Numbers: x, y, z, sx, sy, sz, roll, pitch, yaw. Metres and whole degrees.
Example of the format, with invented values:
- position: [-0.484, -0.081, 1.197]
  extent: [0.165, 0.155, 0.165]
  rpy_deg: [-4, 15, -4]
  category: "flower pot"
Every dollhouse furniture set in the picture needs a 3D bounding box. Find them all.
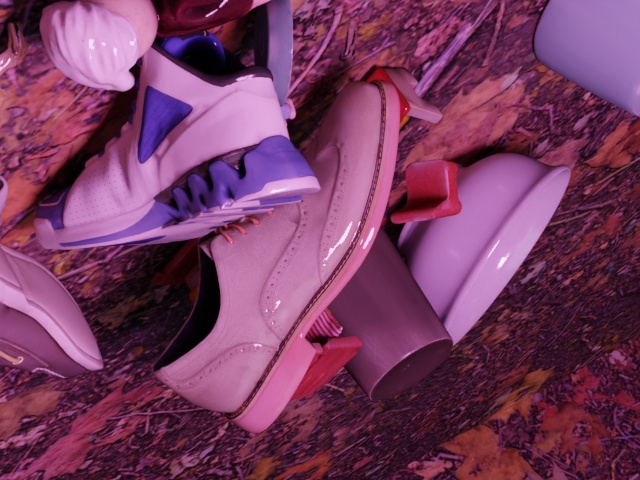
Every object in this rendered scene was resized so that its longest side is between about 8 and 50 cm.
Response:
- position: [0.000, 0.000, 1.722]
  extent: [0.152, 0.201, 0.374]
  rpy_deg: [-3, 142, -52]
  category: "dollhouse furniture set"

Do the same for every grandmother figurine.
- position: [-0.081, -0.223, 1.282]
  extent: [0.342, 0.104, 0.208]
  rpy_deg: [-28, 178, -24]
  category: "grandmother figurine"

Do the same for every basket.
- position: [0.052, 0.075, 1.910]
  extent: [0.154, 0.227, 0.204]
  rpy_deg: [-44, 156, 19]
  category: "basket"

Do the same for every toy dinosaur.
- position: [-0.308, -0.106, 1.271]
  extent: [0.183, 0.053, 0.092]
  rpy_deg: [-46, 157, 24]
  category: "toy dinosaur"

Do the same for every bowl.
- position: [0.433, -0.268, 1.861]
  extent: [0.311, 0.163, 0.311]
  rpy_deg: [-30, 158, -13]
  category: "bowl"
- position: [0.196, -0.010, 2.020]
  extent: [0.298, 0.134, 0.298]
  rpy_deg: [-49, 165, -18]
  category: "bowl"

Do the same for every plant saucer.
- position: [-0.046, -0.185, 1.424]
  extent: [0.021, 0.119, 0.119]
  rpy_deg: [0, 148, -11]
  category: "plant saucer"

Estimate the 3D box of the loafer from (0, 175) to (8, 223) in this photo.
- position: [-0.403, -0.006, 1.250]
  extent: [0.319, 0.112, 0.111]
  rpy_deg: [-20, 164, -46]
  category: "loafer"

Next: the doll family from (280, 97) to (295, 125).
- position: [-0.106, -0.093, 1.567]
  extent: [0.111, 0.076, 0.193]
  rpy_deg: [-11, 142, -38]
  category: "doll family"

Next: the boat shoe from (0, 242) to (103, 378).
- position: [-0.321, 0.075, 1.535]
  extent: [0.096, 0.117, 0.324]
  rpy_deg: [-32, 154, 3]
  category: "boat shoe"

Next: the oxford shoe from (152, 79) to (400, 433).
- position: [-0.042, 0.000, 1.576]
  extent: [0.397, 0.146, 0.140]
  rpy_deg: [-66, -161, -1]
  category: "oxford shoe"

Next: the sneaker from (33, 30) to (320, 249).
- position: [-0.139, -0.098, 1.440]
  extent: [0.315, 0.182, 0.127]
  rpy_deg: [-15, 172, 39]
  category: "sneaker"
